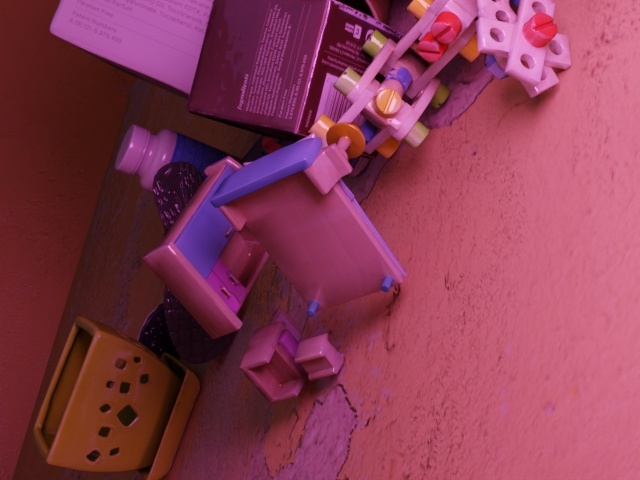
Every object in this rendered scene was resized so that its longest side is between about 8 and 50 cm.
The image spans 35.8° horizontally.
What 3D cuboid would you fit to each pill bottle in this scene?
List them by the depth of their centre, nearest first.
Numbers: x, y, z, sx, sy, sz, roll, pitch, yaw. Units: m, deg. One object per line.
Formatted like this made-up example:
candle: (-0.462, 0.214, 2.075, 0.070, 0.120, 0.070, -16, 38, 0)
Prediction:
pill bottle: (-0.262, -0.134, 1.844, 0.124, 0.221, 0.124, -49, 28, 39)

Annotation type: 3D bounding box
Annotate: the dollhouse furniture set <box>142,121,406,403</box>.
dollhouse furniture set: (0.000, 0.000, 1.182, 0.303, 0.286, 0.198, -22, 26, 35)

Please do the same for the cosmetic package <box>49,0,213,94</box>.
cosmetic package: (-0.199, -0.446, 1.708, 0.329, 0.327, 0.394, -5, -62, -82)

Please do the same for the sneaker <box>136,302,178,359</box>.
sneaker: (-0.319, 0.221, 1.833, 0.097, 0.084, 0.235, 10, 79, 69)

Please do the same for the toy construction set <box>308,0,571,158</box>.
toy construction set: (0.132, -0.209, 1.080, 0.327, 0.151, 0.215, -18, 31, 54)

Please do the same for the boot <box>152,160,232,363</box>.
boot: (-0.198, 0.038, 1.686, 0.223, 0.118, 0.338, 74, -169, -84)

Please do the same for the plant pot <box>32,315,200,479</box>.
plant pot: (-0.338, 0.272, 1.665, 0.227, 0.207, 0.228, 6, 76, 68)

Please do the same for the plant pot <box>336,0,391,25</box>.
plant pot: (0.013, -0.386, 1.473, 0.237, 0.237, 0.254, -42, 19, 49)

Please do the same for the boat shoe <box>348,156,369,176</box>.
boat shoe: (0.056, -0.182, 1.350, 0.066, 0.066, 0.183, 6, 75, 68)

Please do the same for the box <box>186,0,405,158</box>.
box: (-0.031, -0.213, 1.269, 0.203, 0.168, 0.167, 17, 94, 39)

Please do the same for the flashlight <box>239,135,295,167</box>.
flashlight: (-0.071, -0.116, 1.559, 0.304, 0.103, 0.103, -44, 58, 55)
